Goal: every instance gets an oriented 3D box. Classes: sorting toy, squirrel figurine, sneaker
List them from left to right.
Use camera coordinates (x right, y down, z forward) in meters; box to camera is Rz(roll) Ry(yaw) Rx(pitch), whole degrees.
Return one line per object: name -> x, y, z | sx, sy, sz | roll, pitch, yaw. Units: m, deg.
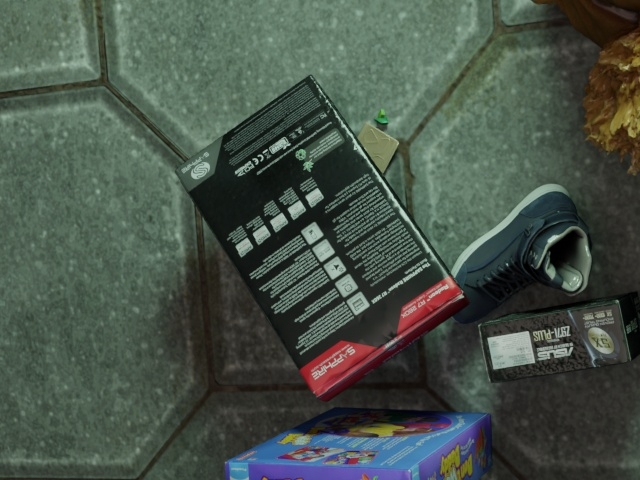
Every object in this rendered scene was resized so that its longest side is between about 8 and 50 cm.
sorting toy -> 0.080, -0.137, 1.763 | 0.062, 0.012, 0.083 | 35, 109, 22
sneaker -> 0.251, 0.045, 1.617 | 0.086, 0.163, 0.226 | 33, 107, -21
squirrel figurine -> 0.376, -0.287, 1.438 | 0.281, 0.370, 0.397 | -22, 85, 22

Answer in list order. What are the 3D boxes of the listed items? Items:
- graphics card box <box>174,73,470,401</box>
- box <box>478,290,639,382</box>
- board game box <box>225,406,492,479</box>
graphics card box -> -0.001, -0.005, 1.669 | 0.233, 0.094, 0.371 | -36, 73, 5
box -> 0.309, 0.122, 1.611 | 0.180, 0.147, 0.077 | -12, 88, 22
board game box -> 0.060, 0.284, 1.615 | 0.233, 0.347, 0.078 | -1, 93, 23
